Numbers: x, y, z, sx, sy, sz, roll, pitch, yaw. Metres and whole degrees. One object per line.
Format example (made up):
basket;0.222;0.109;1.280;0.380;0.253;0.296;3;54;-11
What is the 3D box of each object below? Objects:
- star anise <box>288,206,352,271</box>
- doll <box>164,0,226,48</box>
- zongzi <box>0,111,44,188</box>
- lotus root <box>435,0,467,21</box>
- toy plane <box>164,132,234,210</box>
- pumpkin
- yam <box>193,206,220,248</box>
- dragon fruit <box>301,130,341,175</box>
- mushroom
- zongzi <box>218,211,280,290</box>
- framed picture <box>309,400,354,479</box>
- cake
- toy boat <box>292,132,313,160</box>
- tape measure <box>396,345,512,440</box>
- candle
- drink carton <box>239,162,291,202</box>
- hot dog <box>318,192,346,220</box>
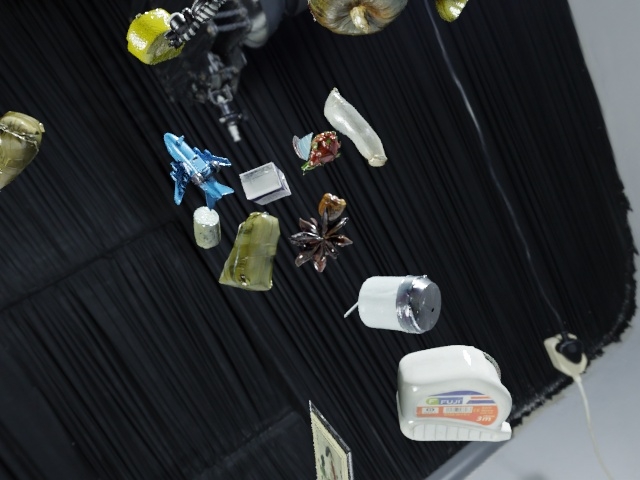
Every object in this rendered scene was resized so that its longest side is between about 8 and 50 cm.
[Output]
star anise;-0.001;-0.005;1.554;0.283;0.212;0.129;-45;12;-13
doll;-0.365;-0.638;1.157;0.219;0.067;0.091;-39;7;7
zongzi;-0.611;-0.157;0.785;0.189;0.081;0.178;34;99;54
lotus root;0.385;-0.732;1.150;0.204;0.077;0.183;-97;29;-63
toy plane;-0.404;-0.234;1.305;0.105;0.271;0.254;-13;28;44
pumpkin;0.094;-0.597;0.980;0.260;0.189;0.260;-4;3;0
yam;-0.474;-0.055;1.685;0.107;0.107;0.194;-34;-18;-27
dragon fruit;-0.003;-0.392;1.830;0.236;0.135;0.137;-48;13;0
mushroom;0.130;-0.420;1.509;0.109;0.351;0.097;-29;-14;-40
zongzi;-0.246;0.032;1.318;0.125;0.251;0.274;19;-12;-35
framed picture;0.021;0.445;0.790;0.010;0.195;0.199;-8;7;-22
cake;-0.722;-0.900;1.777;0.179;0.156;0.260;-53;3;43
toy boat;-0.053;-0.327;1.391;0.034;0.096;0.122;-30;10;-23
tape measure;0.313;0.366;0.954;0.258;0.265;0.130;-2;32;6
candle;0.283;0.246;1.596;0.342;0.221;0.221;-2;26;42
drink carton;-0.207;-0.211;1.559;0.134;0.102;0.222;-22;-4;5
hot dog;0.045;-0.134;1.606;0.147;0.099;0.065;117;176;-64
